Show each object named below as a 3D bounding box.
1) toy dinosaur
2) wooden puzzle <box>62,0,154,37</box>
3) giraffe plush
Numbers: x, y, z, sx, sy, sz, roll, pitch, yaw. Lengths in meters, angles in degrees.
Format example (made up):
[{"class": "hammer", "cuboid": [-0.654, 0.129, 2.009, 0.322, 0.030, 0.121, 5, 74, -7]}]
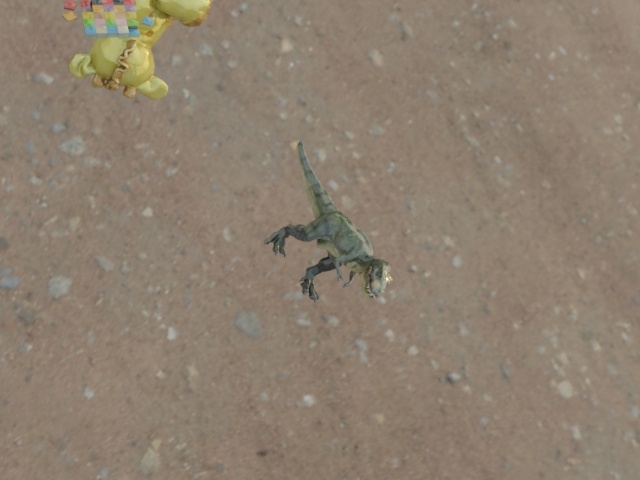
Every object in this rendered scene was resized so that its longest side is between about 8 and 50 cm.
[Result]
[{"class": "toy dinosaur", "cuboid": [0.000, 0.000, 1.235, 0.064, 0.118, 0.268, 26, 25, -52]}, {"class": "wooden puzzle", "cuboid": [-0.196, -0.207, 0.887, 0.083, 0.006, 0.049, -5, 54, -17]}, {"class": "giraffe plush", "cuboid": [-0.256, -0.289, 1.322, 0.181, 0.171, 0.210, 22, 20, 6]}]
